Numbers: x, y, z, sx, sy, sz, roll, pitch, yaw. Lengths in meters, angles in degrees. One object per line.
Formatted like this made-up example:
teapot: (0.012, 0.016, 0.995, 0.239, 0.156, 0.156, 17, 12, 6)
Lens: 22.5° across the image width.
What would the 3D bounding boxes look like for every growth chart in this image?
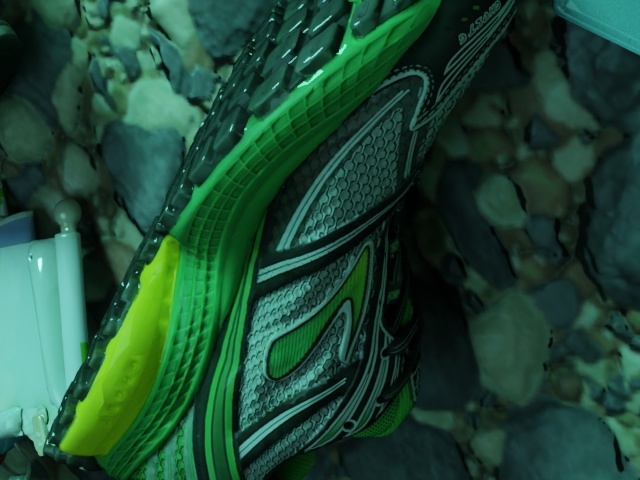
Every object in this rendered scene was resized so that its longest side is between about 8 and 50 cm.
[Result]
growth chart: (-0.215, 0.046, 0.938, 0.237, 0.021, 0.172, -5, 84, 38)

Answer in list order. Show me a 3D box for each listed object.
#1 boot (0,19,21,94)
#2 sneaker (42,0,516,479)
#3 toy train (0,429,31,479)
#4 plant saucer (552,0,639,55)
boot: (-0.263, -0.124, 0.865, 0.178, 0.085, 0.236, 59, 146, -3)
sneaker: (0.000, 0.000, 0.727, 0.146, 0.134, 0.343, 26, 129, -7)
toy train: (-0.224, 0.116, 1.014, 0.166, 0.046, 0.125, 5, 119, 41)
plant saucer: (0.134, -0.151, 0.584, 0.067, 0.018, 0.192, 31, 129, 22)
